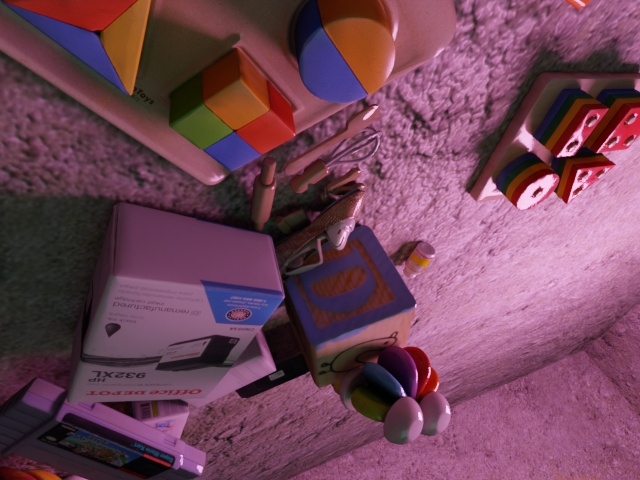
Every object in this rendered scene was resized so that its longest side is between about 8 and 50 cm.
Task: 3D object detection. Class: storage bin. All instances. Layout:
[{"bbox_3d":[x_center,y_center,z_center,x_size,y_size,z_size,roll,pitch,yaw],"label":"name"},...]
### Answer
[{"bbox_3d":[-0.116,0.274,0.942,0.180,0.084,0.122,-20,143,-8],"label":"storage bin"}]

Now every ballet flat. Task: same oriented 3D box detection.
[{"bbox_3d":[0.000,0.000,0.665,0.206,0.067,0.073,-36,159,15],"label":"ballet flat"}]

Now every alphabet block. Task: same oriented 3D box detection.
[{"bbox_3d":[0.040,0.122,0.763,0.192,0.193,0.197,-18,143,-10],"label":"alphabet block"}]

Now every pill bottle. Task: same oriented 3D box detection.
[{"bbox_3d":[0.212,0.045,0.900,0.043,0.043,0.083,-2,138,-30],"label":"pill bottle"}]

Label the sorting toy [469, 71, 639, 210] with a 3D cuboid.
[{"bbox_3d":[0.449,-0.163,0.754,0.257,0.089,0.256,-10,141,-23],"label":"sorting toy"}]

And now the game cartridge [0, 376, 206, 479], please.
[{"bbox_3d":[-0.422,0.390,0.775,0.230,0.068,0.355,-32,121,31],"label":"game cartridge"}]

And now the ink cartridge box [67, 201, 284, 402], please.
[{"bbox_3d":[-0.227,0.115,0.622,0.223,0.129,0.307,12,131,-33],"label":"ink cartridge box"}]

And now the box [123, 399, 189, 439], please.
[{"bbox_3d":[-0.359,0.376,0.889,0.103,0.114,0.203,0,134,-31],"label":"box"}]

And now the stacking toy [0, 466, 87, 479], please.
[{"bbox_3d":[-0.687,0.624,0.908,0.350,0.351,0.480,-29,163,3],"label":"stacking toy"}]

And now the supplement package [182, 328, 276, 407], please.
[{"bbox_3d":[-0.199,0.240,0.831,0.179,0.105,0.105,-25,145,-4],"label":"supplement package"}]

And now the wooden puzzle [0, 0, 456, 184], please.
[{"bbox_3d":[-0.073,-0.192,0.357,0.347,0.081,0.322,-27,145,20],"label":"wooden puzzle"}]

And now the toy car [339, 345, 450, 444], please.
[{"bbox_3d":[0.134,0.250,0.716,0.182,0.159,0.136,9,97,-39],"label":"toy car"}]

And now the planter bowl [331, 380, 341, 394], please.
[{"bbox_3d":[0.038,0.257,0.972,0.090,0.217,0.217,8,145,13],"label":"planter bowl"}]

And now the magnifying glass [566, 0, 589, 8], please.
[{"bbox_3d":[0.259,-0.331,0.490,0.230,0.026,0.092,4,133,-33],"label":"magnifying glass"}]

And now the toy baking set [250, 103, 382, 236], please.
[{"bbox_3d":[-0.009,-0.091,0.596,0.196,0.030,0.256,-21,155,-21],"label":"toy baking set"}]
